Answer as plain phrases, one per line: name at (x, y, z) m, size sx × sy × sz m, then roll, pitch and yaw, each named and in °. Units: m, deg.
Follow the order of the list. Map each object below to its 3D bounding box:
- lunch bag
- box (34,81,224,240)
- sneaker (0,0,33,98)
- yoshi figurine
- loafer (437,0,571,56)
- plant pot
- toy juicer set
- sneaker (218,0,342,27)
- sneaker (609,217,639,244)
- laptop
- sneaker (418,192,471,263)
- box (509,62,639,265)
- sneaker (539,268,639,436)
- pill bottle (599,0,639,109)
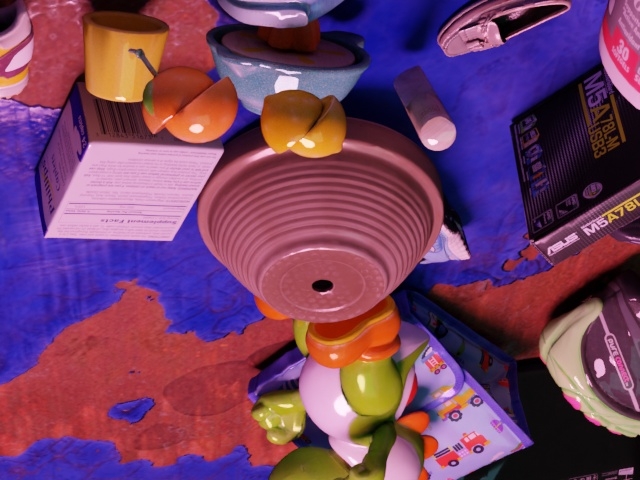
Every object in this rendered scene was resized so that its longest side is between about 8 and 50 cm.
lunch bag at (0.072, 0.167, 1.894) m, size 0.221 × 0.138 × 0.293 m, roll -30°, pitch 133°, yaw 22°
box at (-0.171, -0.067, 1.430) m, size 0.126 × 0.072 × 0.137 m, roll 2°, pitch 143°, yaw -29°
sneaker at (-0.312, -0.150, 1.246) m, size 0.185 × 0.069 × 0.084 m, roll -10°, pitch 140°, yaw -23°
yoshi figurine at (0.007, 0.204, 1.750) m, size 0.203 × 0.203 × 0.362 m, roll 2°, pitch 131°, yaw 18°
loafer at (0.160, -0.192, 1.427) m, size 0.125 × 0.039 × 0.045 m, roll -29°, pitch 147°, yaw 18°
plant pot at (0.000, 0.000, 1.532) m, size 0.237 × 0.110 × 0.237 m, roll 0°, pitch 141°, yaw 0°
toy juicer set at (-0.010, -0.135, 1.294) m, size 0.329 × 0.209 × 0.089 m, roll -1°, pitch 112°, yaw -27°
sneaker at (-0.086, -0.227, 1.173) m, size 0.319 × 0.127 × 0.208 m, roll -6°, pitch 146°, yaw -16°
sneaker at (0.406, -0.019, 1.783) m, size 0.223 × 0.083 × 0.098 m, roll -9°, pitch 153°, yaw -14°
laptop at (0.310, 0.272, 2.250) m, size 0.382 × 0.236 × 0.408 m, roll -9°, pitch 119°, yaw -15°
sneaker at (0.100, -0.012, 1.659) m, size 0.073 × 0.063 × 0.162 m, roll -20°, pitch 148°, yaw 11°
box at (0.267, -0.090, 1.498) m, size 0.184 × 0.191 × 0.045 m, roll -34°, pitch 123°, yaw 25°
sneaker at (0.491, 0.159, 1.979) m, size 0.483 × 0.185 × 0.202 m, roll 16°, pitch 125°, yaw -35°
pill bottle at (0.340, -0.245, 1.303) m, size 0.176 × 0.176 × 0.318 m, roll -10°, pitch 148°, yaw -12°
